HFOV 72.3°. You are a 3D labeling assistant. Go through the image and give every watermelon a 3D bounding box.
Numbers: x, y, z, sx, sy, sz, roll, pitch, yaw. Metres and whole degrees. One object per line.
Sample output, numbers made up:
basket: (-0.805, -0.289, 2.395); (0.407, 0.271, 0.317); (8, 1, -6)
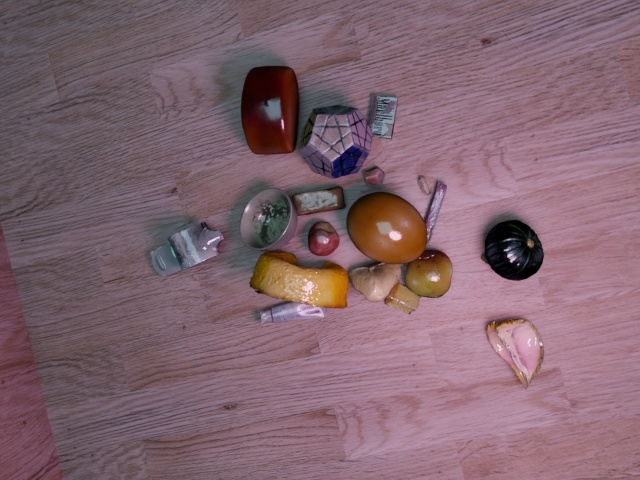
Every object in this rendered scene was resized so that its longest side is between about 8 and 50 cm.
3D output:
watermelon: (0.237, -0.275, 1.921); (0.084, 0.072, 0.092); (-29, 92, 27)

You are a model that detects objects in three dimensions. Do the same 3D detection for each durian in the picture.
durian: (0.830, 0.432, 1.816); (0.195, 0.185, 0.305); (-34, 91, -10)

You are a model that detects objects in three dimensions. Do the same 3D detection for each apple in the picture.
apple: (0.456, 0.138, 1.858); (0.188, 0.174, 0.207); (4, 77, 7)

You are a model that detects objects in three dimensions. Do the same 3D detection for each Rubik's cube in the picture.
Rubik's cube: (0.063, -0.417, 1.844); (0.319, 0.319, 0.264); (-35, 60, 9)

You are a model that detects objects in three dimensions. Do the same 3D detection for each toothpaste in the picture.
toothpaste: (-0.125, 0.324, 2.013); (0.299, 0.073, 0.114); (-11, 89, 2)

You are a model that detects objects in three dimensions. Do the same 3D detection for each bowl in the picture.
bowl: (-0.204, -0.072, 1.930); (0.289, 0.146, 0.290); (-14, 64, 30)

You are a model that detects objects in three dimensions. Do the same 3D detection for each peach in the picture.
peach: (0.000, 0.000, 1.941); (0.152, 0.152, 0.152); (0, 92, 10)

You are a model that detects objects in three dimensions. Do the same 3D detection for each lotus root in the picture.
lotus root: (0.453, -0.237, 1.905); (0.037, 0.030, 0.083); (-25, 91, -21)

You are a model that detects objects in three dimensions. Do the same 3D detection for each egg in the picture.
egg: (0.275, -0.048, 1.816); (0.351, 0.282, 0.283); (34, 97, 4)

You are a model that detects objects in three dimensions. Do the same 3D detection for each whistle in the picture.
whistle: (-0.625, 0.045, 2.049); (0.404, 0.188, 0.168); (-21, 94, 43)

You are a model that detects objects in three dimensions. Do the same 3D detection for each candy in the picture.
candy: (-0.009, -0.175, 1.950); (0.233, 0.102, 0.104); (-9, 91, 12)

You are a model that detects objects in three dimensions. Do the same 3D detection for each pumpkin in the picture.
pumpkin: (0.763, 0.052, 1.788); (0.247, 0.248, 0.248); (0, 92, 10)

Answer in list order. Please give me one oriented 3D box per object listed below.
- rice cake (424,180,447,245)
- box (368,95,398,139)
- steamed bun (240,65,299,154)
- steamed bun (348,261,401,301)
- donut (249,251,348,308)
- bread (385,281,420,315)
rice cake: (0.484, -0.111, 1.881); (0.051, 0.081, 0.291); (16, 95, -4)
box: (0.271, -0.540, 1.920); (0.115, 0.036, 0.178); (9, 94, 9)
steamed bun: (-0.218, -0.567, 1.894); (0.234, 0.248, 0.380); (3, 94, 10)
steamed bun: (0.236, 0.159, 1.864); (0.231, 0.212, 0.111); (-16, 119, 7)
donut: (-0.079, 0.158, 1.846); (0.434, 0.377, 0.164); (15, 95, 3)
bread: (0.344, 0.259, 1.889); (0.147, 0.152, 0.127); (27, 107, 8)
